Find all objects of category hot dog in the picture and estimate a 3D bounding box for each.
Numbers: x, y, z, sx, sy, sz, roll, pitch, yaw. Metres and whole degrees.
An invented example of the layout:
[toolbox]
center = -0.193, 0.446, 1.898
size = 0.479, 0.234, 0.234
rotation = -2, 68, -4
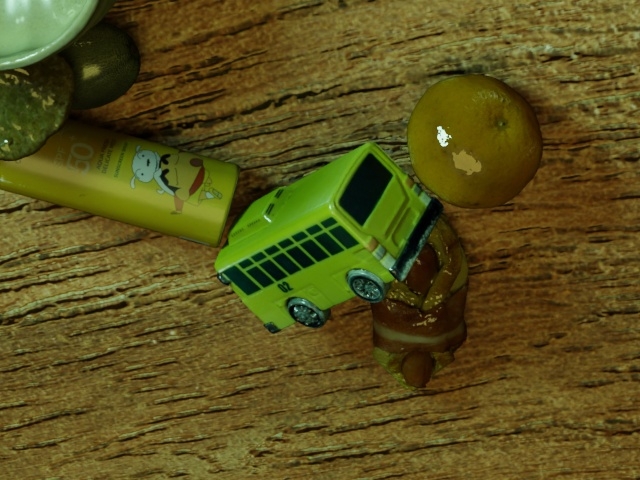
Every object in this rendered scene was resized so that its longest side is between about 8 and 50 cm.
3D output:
[hot dog]
center = 0.120, 0.085, 1.996
size = 0.123, 0.093, 0.261
rotation = -1, 119, 7

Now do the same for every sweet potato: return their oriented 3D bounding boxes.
[sweet potato]
center = -0.454, -0.193, 1.848
size = 0.370, 0.158, 0.157
rotation = 19, 124, 28

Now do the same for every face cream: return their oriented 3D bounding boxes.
[face cream]
center = -0.274, -0.085, 1.931
size = 0.349, 0.105, 0.105
rotation = 16, 120, -3

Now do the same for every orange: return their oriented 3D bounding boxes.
[orange]
center = 0.170, -0.108, 1.854
size = 0.159, 0.159, 0.136
rotation = 32, 151, -13

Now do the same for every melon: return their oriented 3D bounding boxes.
[melon]
center = -0.269, -0.198, 1.871
size = 0.131, 0.098, 0.098
rotation = -15, 117, 12

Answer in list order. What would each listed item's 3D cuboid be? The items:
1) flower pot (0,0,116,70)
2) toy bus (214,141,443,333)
[flower pot]
center = -0.335, -0.350, 1.708
size = 0.308, 0.244, 0.307
rotation = 2, 121, 3
[toy bus]
center = 0.000, 0.000, 1.888
size = 0.150, 0.128, 0.262
rotation = 44, 142, -17
